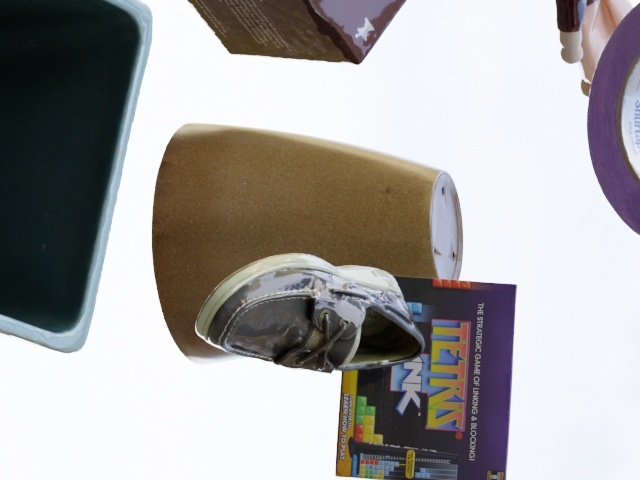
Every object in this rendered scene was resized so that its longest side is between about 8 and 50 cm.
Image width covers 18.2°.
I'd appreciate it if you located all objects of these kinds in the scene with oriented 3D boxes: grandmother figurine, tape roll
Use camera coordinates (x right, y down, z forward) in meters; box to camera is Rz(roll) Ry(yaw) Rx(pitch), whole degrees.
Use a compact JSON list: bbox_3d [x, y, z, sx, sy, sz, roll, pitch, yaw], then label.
[{"bbox_3d":[0.317,-0.316,2.407,0.104,0.342,0.207,-11,-122,15],"label":"grandmother figurine"},{"bbox_3d":[0.400,-0.124,2.015,0.275,0.090,0.274,-2,-92,50],"label":"tape roll"}]

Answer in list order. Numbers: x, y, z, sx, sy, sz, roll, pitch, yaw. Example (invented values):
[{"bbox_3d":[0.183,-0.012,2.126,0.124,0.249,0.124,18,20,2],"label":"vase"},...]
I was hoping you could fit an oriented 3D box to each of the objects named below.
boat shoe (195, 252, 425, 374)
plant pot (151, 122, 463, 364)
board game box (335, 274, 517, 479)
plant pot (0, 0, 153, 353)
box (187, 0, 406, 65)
[{"bbox_3d":[0.002,0.061,1.482,0.073,0.224,0.080,44,-67,29],"label":"boat shoe"},{"bbox_3d":[0.000,0.000,1.909,0.254,0.237,0.237,-2,-127,19],"label":"plant pot"},{"bbox_3d":[0.087,0.116,1.643,0.048,0.141,0.170,78,15,-83],"label":"board game box"},{"bbox_3d":[-0.303,-0.075,1.340,0.252,0.247,0.247,1,-105,42],"label":"plant pot"},{"bbox_3d":[-0.027,-0.291,1.969,0.203,0.168,0.167,10,-123,47],"label":"box"}]
